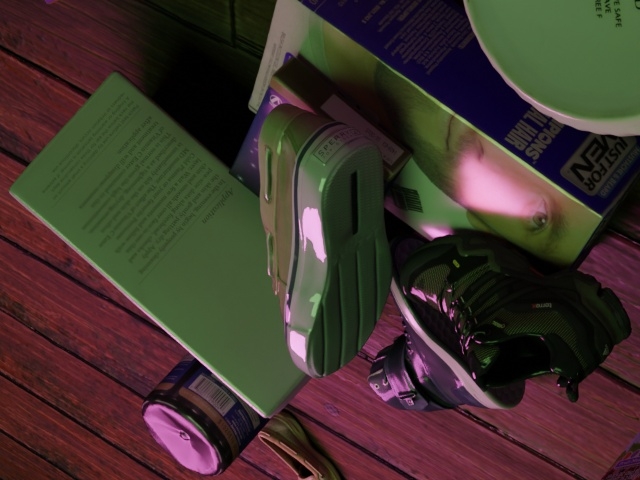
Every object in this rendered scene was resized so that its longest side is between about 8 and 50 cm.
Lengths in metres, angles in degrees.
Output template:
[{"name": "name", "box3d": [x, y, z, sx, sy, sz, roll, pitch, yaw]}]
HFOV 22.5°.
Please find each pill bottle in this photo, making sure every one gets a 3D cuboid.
[{"name": "pill bottle", "box3d": [-0.093, 0.154, 1.843, 0.123, 0.219, 0.123, 29, 146, 22]}]

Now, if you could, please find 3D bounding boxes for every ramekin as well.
[{"name": "ramekin", "box3d": [0.214, -0.193, 1.086, 0.273, 0.127, 0.272, 14, 113, 36]}]

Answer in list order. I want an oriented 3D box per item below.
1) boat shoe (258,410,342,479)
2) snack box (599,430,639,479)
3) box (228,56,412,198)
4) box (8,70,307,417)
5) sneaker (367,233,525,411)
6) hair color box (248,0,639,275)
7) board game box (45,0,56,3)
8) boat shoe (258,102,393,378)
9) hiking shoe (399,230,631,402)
[{"name": "boat shoe", "box3d": [-0.025, 0.291, 2.094, 0.056, 0.048, 0.153, -6, 124, 51]}, {"name": "snack box", "box3d": [0.364, 0.175, 1.407, 0.070, 0.174, 0.207, 53, 148, -9]}, {"name": "box", "box3d": [-0.009, -0.062, 1.477, 0.136, 0.036, 0.225, 39, 153, 4]}, {"name": "box", "box3d": [-0.125, 0.011, 1.679, 0.345, 0.168, 0.215, 41, 177, 4]}, {"name": "sneaker", "box3d": [0.093, 0.095, 1.695, 0.163, 0.086, 0.226, -9, 123, 49]}, {"name": "hair color box", "box3d": [0.107, -0.102, 1.425, 0.339, 0.110, 0.185, 35, 149, 9]}, {"name": "board game box", "box3d": [-0.073, -0.421, 1.008, 0.356, 0.356, 0.356, -8, 123, 52]}, {"name": "boat shoe", "box3d": [0.000, 0.000, 1.429, 0.094, 0.109, 0.302, 40, 146, 31]}, {"name": "hiking shoe", "box3d": [0.145, 0.066, 1.377, 0.227, 0.114, 0.086, 15, 141, 40]}]
